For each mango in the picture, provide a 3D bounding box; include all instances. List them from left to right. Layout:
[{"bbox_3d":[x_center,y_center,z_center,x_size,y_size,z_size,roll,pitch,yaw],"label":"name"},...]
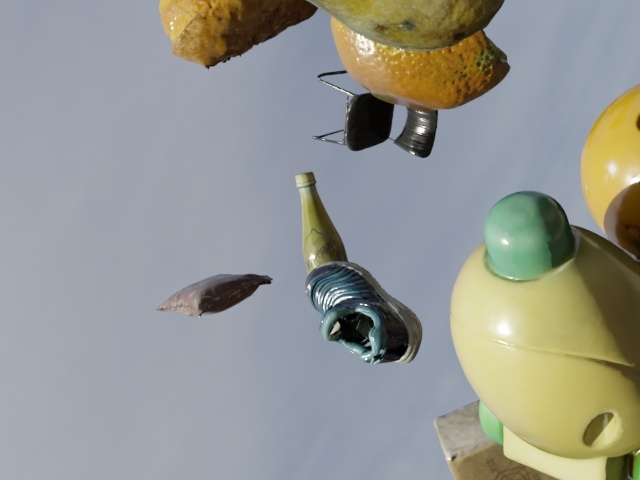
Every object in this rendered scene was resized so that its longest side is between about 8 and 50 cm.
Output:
[{"bbox_3d":[0.079,-0.347,1.332,0.329,0.175,0.176,21,-104,-20],"label":"mango"}]

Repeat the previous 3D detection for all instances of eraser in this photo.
[{"bbox_3d":[0.277,0.342,1.513,0.144,0.078,0.343,-24,-48,5],"label":"eraser"}]

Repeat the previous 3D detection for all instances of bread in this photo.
[{"bbox_3d":[-0.098,-0.349,1.470,0.260,0.129,0.134,-32,-10,-34],"label":"bread"}]

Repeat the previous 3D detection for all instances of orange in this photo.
[{"bbox_3d":[0.176,-0.339,1.949,0.262,0.335,0.196,-81,2,-76],"label":"orange"}]

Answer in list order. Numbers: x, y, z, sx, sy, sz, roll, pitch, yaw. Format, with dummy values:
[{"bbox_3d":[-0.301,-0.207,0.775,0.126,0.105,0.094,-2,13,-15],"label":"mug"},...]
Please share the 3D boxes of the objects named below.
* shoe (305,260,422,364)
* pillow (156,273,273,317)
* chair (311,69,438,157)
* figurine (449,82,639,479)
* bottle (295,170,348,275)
[{"bbox_3d":[0.044,0.101,1.482,0.106,0.207,0.091,-7,-57,-40],"label":"shoe"},{"bbox_3d":[-0.141,0.068,1.386,0.118,0.185,0.043,-23,-81,-25],"label":"pillow"},{"bbox_3d":[0.108,-0.244,2.143,0.145,0.221,0.140,-19,-55,-39],"label":"chair"},{"bbox_3d":[0.195,0.012,0.615,0.324,0.124,0.222,-19,-67,-41],"label":"figurine"},{"bbox_3d":[0.000,0.000,2.063,0.083,0.083,0.269,-22,-83,-51],"label":"bottle"}]
